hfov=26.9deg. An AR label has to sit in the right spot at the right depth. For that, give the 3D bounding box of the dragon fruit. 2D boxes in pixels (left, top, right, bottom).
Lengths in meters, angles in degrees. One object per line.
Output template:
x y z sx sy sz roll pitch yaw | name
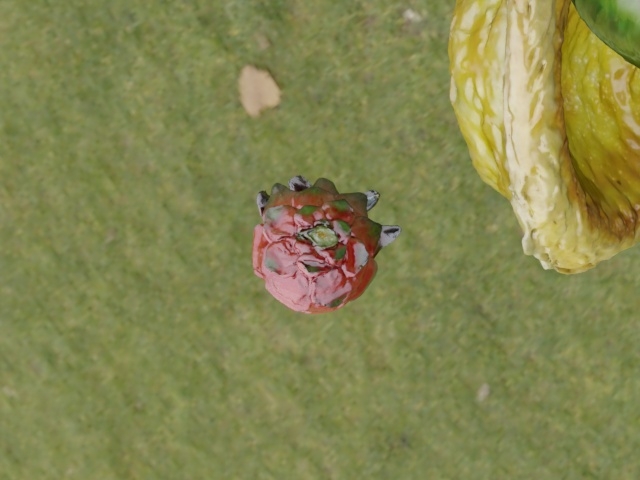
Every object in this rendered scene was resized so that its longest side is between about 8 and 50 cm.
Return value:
-0.006 0.003 1.279 0.121 0.142 0.130 -25 103 33 | dragon fruit

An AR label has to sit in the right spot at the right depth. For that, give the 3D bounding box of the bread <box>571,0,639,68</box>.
0.268 -0.225 0.611 0.129 0.366 0.382 28 168 -26 | bread

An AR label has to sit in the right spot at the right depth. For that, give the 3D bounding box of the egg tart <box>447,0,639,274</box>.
0.180 -0.129 1.030 0.128 0.319 0.319 5 121 32 | egg tart
